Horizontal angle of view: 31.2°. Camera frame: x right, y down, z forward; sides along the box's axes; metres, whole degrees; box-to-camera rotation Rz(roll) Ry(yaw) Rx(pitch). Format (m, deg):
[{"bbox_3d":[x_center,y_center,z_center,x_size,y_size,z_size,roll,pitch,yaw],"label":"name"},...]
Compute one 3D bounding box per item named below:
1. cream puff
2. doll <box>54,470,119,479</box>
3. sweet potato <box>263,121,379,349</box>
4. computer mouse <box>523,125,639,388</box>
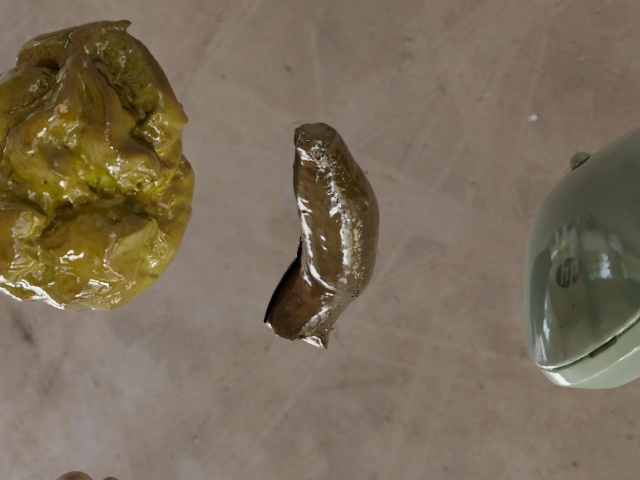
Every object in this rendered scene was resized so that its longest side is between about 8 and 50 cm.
[{"bbox_3d":[-0.279,-0.097,1.312,0.291,0.324,0.257,39,132,11],"label":"cream puff"},{"bbox_3d":[-0.251,0.367,1.165,0.154,0.278,0.119,36,136,-16],"label":"doll"},{"bbox_3d":[0.003,0.005,1.107,0.085,0.112,0.286,58,156,34],"label":"sweet potato"},{"bbox_3d":[0.223,-0.001,0.933,0.097,0.288,0.159,34,125,-20],"label":"computer mouse"}]
